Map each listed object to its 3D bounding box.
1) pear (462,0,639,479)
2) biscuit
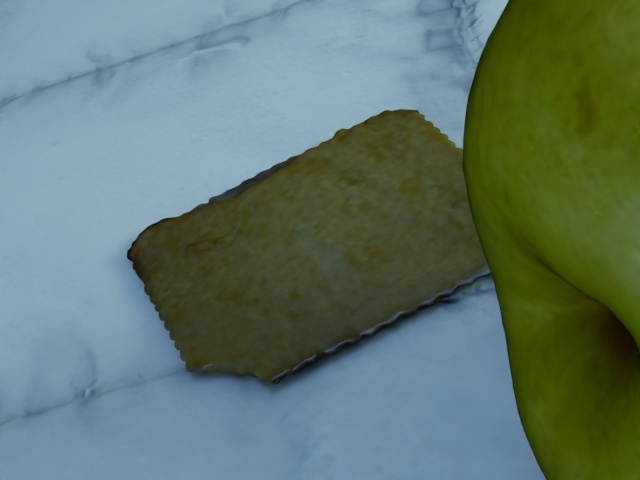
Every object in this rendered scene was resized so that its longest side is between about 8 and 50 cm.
[{"bbox_3d":[0.252,-0.046,0.528,0.418,0.362,0.362,-24,31,-13],"label":"pear"},{"bbox_3d":[0.000,0.000,0.940,0.232,0.013,0.237,-26,31,-7],"label":"biscuit"}]
